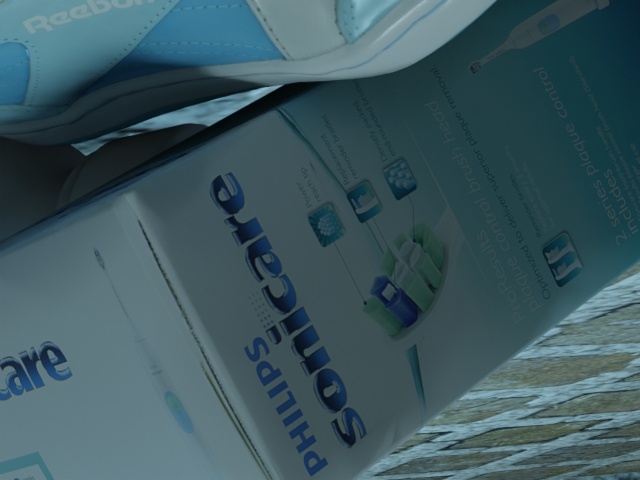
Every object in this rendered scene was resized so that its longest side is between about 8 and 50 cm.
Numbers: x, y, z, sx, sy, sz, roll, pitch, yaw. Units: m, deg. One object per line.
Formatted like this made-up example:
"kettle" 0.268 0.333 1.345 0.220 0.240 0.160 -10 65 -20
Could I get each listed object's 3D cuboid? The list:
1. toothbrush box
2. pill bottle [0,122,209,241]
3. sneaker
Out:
"toothbrush box" 0.000 0.000 0.727 0.295 0.126 0.216 -31 -173 -40
"pill bottle" -0.224 0.069 0.958 0.407 0.229 0.229 -13 165 23
"sneaker" -0.082 -0.107 0.536 0.208 0.127 0.319 5 161 -45
